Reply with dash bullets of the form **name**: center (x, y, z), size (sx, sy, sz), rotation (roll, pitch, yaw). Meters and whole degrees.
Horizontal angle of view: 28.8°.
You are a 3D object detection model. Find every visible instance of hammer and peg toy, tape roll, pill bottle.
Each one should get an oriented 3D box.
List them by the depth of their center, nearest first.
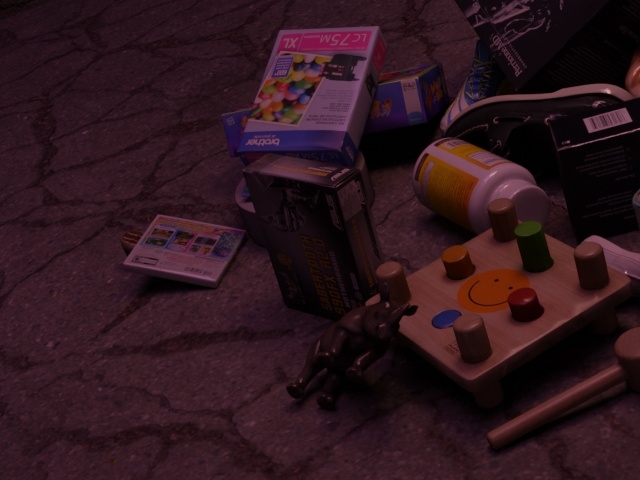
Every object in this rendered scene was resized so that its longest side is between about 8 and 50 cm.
- **hammer and peg toy**: center (0.239, 0.092, 1.530), size (0.266, 0.127, 0.361), rotation (-29, 31, -16)
- **pill bottle**: center (0.235, -0.070, 1.816), size (0.117, 0.117, 0.215), rotation (-29, 31, -17)
- **tape roll**: center (-0.025, -0.075, 2.022), size (0.219, 0.072, 0.219), rotation (-14, 30, 8)

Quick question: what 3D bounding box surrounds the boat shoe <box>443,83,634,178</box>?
- **boat shoe**: center (0.313, -0.143, 1.885), size (0.340, 0.127, 0.113), rotation (-5, 49, 40)

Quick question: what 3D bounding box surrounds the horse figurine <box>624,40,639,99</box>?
- **horse figurine**: center (0.519, -0.214, 1.861), size (0.174, 0.066, 0.263), rotation (-10, 70, 19)

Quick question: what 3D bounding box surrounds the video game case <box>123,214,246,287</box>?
- **video game case**: center (-0.215, 0.015, 1.991), size (0.157, 0.019, 0.143), rotation (10, 37, 13)

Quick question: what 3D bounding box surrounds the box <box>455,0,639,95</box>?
- **box**: center (0.394, -0.427, 1.991), size (0.312, 0.179, 0.343), rotation (-46, 49, 25)

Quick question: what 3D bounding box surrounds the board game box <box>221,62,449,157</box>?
- **board game box**: center (0.032, -0.228, 2.167), size (0.347, 0.078, 0.233), rotation (-9, 11, 17)

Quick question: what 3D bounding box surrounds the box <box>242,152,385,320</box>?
- **box**: center (0.000, 0.000, 1.719), size (0.183, 0.231, 0.056), rotation (13, 39, 43)

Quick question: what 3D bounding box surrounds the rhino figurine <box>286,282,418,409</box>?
- **rhino figurine**: center (0.047, 0.125, 1.547), size (0.106, 0.073, 0.243), rotation (-53, 5, -38)

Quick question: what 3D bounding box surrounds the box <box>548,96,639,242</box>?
- **box**: center (0.410, -0.100, 1.721), size (0.156, 0.158, 0.093), rotation (-14, 30, 8)

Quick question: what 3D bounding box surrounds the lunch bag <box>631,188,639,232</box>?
- **lunch bag**: center (0.560, -0.030, 1.571), size (0.224, 0.108, 0.279), rotation (-31, 32, -25)

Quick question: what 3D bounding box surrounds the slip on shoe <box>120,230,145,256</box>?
- **slip on shoe**: center (-0.265, 0.023, 2.032), size (0.135, 0.041, 0.051), rotation (15, 38, 18)

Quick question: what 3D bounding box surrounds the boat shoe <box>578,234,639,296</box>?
- **boat shoe**: center (0.382, 0.046, 1.595), size (0.063, 0.066, 0.184), rotation (-41, 36, -9)

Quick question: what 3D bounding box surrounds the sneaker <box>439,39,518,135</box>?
- **sneaker**: center (0.270, -0.276, 2.131), size (0.091, 0.126, 0.240), rotation (8, 38, 39)

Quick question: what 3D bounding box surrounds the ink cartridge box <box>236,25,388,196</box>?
- **ink cartridge box**: center (-0.017, -0.210, 2.000), size (0.186, 0.065, 0.311), rotation (2, 59, 24)

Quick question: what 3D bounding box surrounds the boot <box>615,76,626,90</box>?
- **boot**: center (0.495, -0.233, 2.018), size (0.114, 0.037, 0.106), rotation (-30, 18, -25)
